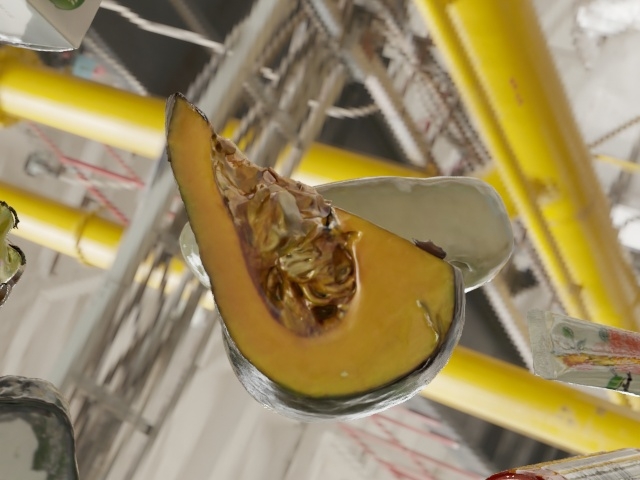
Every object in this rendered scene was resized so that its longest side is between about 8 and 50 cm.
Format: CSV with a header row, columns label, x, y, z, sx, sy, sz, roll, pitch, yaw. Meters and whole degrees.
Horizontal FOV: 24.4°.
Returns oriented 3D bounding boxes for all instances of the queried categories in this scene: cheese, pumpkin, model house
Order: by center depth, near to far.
label,x,y,z,sx,sy,sz,roll,pitch,yaw
pumpkin,0.000,0.000,1.138,0.139,0.190,0.281,77,177,-88
model house,-0.377,0.187,1.439,0.271,0.301,0.190,-4,-75,-11
cheese,-0.007,0.028,1.595,0.328,0.351,0.130,-1,-106,-22

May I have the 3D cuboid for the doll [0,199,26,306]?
label,x,y,z,sx,sy,sz,roll,pitch,yaw
doll,-0.401,0.047,1.551,0.221,0.143,0.135,-66,-14,-48

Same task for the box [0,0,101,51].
label,x,y,z,sx,sy,sz,roll,pitch,yaw
box,-0.307,-0.320,1.282,0.333,0.145,0.173,46,-116,-54

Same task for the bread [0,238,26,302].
label,x,y,z,sx,sy,sz,roll,pitch,yaw
bread,-0.454,0.084,1.803,0.070,0.236,0.236,40,-113,-19

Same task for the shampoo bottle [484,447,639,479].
label,x,y,z,sx,sy,sz,roll,pitch,yaw
shampoo bottle,0.224,0.218,1.159,0.278,0.104,0.104,2,-76,-52

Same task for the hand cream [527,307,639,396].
label,x,y,z,sx,sy,sz,roll,pitch,yaw
hand cream,0.264,0.098,1.078,0.080,0.234,0.050,-87,12,-55
